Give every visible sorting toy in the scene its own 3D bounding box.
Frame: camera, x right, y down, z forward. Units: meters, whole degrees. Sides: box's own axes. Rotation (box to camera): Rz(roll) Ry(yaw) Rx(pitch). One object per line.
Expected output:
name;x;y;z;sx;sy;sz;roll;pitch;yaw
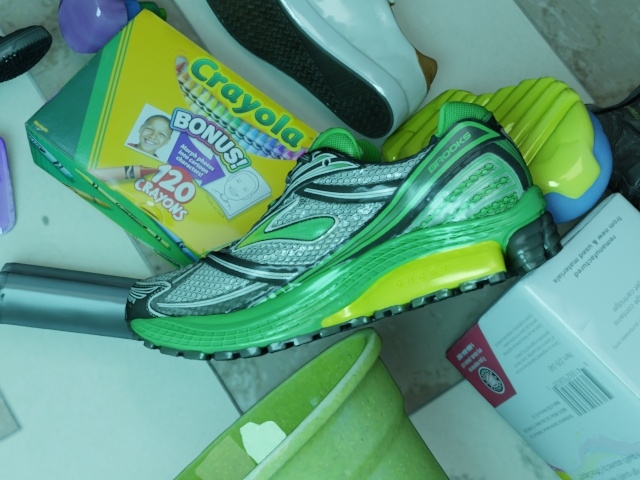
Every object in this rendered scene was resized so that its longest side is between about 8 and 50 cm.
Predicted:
sorting toy;-0.256;-0.349;1.045;0.126;0.127;0.365;-15;72;-47

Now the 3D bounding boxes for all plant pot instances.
plant pot;0.018;0.249;0.766;0.276;0.276;0.254;-41;92;-22

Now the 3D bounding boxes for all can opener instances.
can opener;-0.258;0.061;0.886;0.281;0.074;0.093;3;102;-8

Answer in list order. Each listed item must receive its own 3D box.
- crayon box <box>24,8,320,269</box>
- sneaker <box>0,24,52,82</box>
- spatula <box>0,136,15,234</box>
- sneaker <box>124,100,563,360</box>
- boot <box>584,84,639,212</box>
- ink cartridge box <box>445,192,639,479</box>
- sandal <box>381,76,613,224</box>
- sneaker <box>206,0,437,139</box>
crayon box;-0.107;-0.065;0.948;0.278;0.081;0.165;36;67;5
sneaker;-0.335;-0.166;0.929;0.170;0.051;0.089;-39;82;-16
spatula;-0.338;-0.144;0.965;0.084;0.030;0.296;-6;70;-10
sneaker;0.000;0.000;0.788;0.344;0.134;0.146;-20;85;18
boot;0.343;-0.072;0.934;0.263;0.091;0.229;-19;29;-19
ink cartridge box;0.274;0.140;0.859;0.306;0.226;0.131;45;68;8
sandal;0.168;-0.058;0.903;0.126;0.317;0.138;-42;105;-2
sneaker;-0.007;-0.231;1.035;0.290;0.106;0.123;44;56;1
